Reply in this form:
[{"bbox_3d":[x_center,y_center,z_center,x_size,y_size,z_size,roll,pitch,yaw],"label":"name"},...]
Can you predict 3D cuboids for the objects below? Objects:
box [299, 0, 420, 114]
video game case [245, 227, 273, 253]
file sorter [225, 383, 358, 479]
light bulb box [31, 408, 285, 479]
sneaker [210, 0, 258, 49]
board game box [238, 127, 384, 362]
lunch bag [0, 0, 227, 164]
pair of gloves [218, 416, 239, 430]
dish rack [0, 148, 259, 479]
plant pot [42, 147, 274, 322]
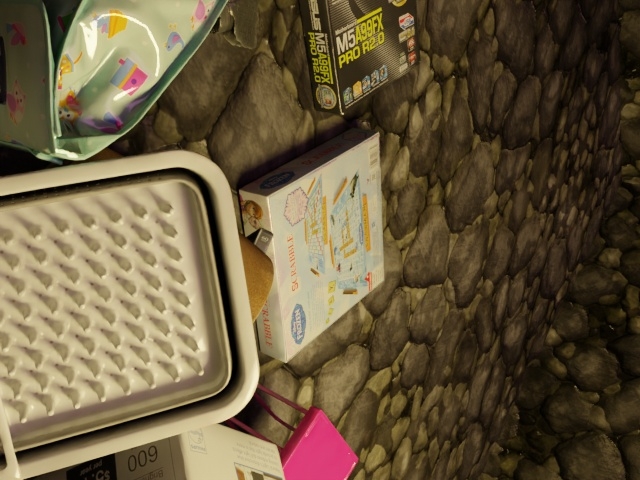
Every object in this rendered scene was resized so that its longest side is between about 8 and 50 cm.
[{"bbox_3d":[0.077,-0.368,1.244,0.270,0.060,0.216,-40,133,-40],"label":"box"},{"bbox_3d":[-0.151,0.118,1.030,0.026,0.196,0.274,27,78,-11],"label":"video game case"},{"bbox_3d":[-0.114,0.393,1.131,0.290,0.182,0.202,-54,142,-22],"label":"file sorter"},{"bbox_3d":[-0.202,0.437,0.783,0.225,0.358,0.361,41,24,-52],"label":"light bulb box"},{"bbox_3d":[-0.122,-0.345,0.983,0.089,0.051,0.170,-29,131,-46],"label":"sneaker"},{"bbox_3d":[0.000,0.000,1.277,0.318,0.066,0.318,-34,130,-44],"label":"board game box"},{"bbox_3d":[-0.246,-0.202,0.705,0.160,0.223,0.262,43,69,-48],"label":"lunch bag"},{"bbox_3d":[-0.198,0.327,1.166,0.198,0.023,0.159,-9,112,-52],"label":"pair of gloves"},{"bbox_3d":[-0.238,0.069,0.690,0.333,0.072,0.285,-12,104,-17],"label":"dish rack"},{"bbox_3d":[-0.226,0.016,0.841,0.254,0.237,0.237,49,61,-26],"label":"plant pot"}]
